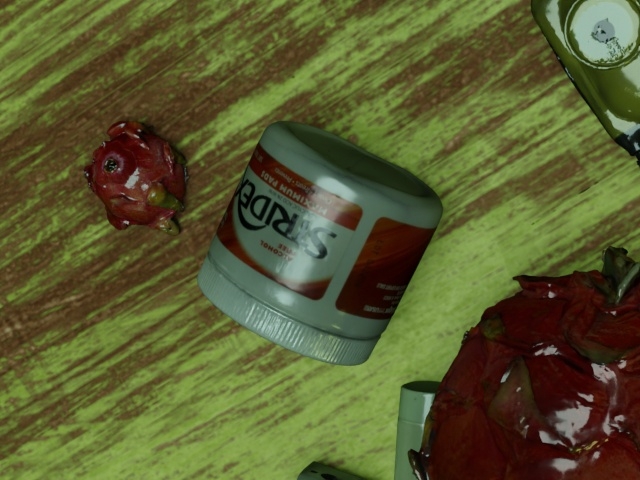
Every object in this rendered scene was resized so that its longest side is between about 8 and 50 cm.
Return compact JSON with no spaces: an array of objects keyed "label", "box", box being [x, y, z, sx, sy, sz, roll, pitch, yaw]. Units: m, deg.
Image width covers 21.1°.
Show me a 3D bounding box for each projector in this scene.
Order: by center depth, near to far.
[{"label":"projector","box":[0.012,0.291,1.833,0.082,0.083,0.083,18,100,13]}]

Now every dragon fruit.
[{"label":"dragon fruit","box":[0.245,0.173,1.663,0.277,0.277,0.342,27,104,11]},{"label":"dragon fruit","box":[-0.206,-0.067,1.865,0.112,0.068,0.126,2,96,17]}]

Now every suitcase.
[{"label":"suitcase","box":[0.330,-0.200,1.666,0.194,0.143,0.235,-34,86,16]}]

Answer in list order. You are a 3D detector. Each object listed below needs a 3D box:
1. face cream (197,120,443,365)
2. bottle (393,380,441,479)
[{"label":"face cream","box":[0.000,0.000,1.746,0.201,0.201,0.187,28,102,11]},{"label":"bottle","box":[0.112,0.253,1.809,0.072,0.072,0.201,6,97,15]}]
